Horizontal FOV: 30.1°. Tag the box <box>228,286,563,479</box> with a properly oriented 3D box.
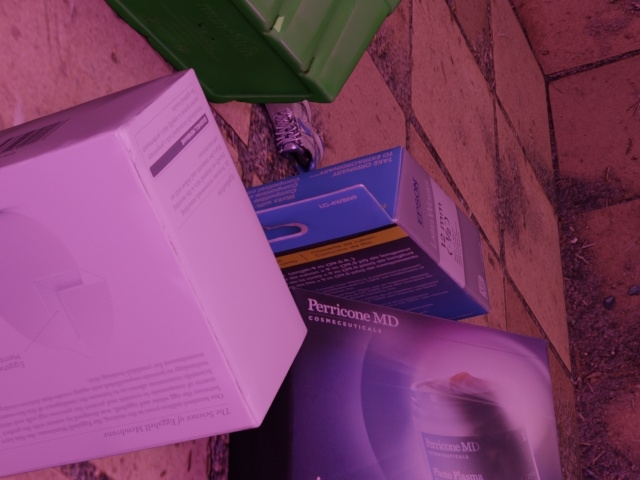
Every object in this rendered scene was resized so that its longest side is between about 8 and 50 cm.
[{"bbox_3d":[0.071,0.232,1.169,0.296,0.182,0.294,12,56,-21],"label":"box"}]

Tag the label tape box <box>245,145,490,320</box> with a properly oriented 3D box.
[{"bbox_3d":[0.000,0.000,1.222,0.348,0.249,0.115,42,40,-54],"label":"label tape box"}]

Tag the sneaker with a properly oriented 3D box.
[{"bbox_3d":[-0.033,-0.136,1.494,0.135,0.052,0.058,57,32,-37],"label":"sneaker"}]

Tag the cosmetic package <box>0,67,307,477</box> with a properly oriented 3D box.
[{"bbox_3d":[-0.162,0.027,0.849,0.224,0.224,0.138,68,23,-19],"label":"cosmetic package"}]

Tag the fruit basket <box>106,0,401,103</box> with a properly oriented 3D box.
[{"bbox_3d":[-0.089,-0.370,1.263,0.392,0.283,0.392,-10,102,-60],"label":"fruit basket"}]
